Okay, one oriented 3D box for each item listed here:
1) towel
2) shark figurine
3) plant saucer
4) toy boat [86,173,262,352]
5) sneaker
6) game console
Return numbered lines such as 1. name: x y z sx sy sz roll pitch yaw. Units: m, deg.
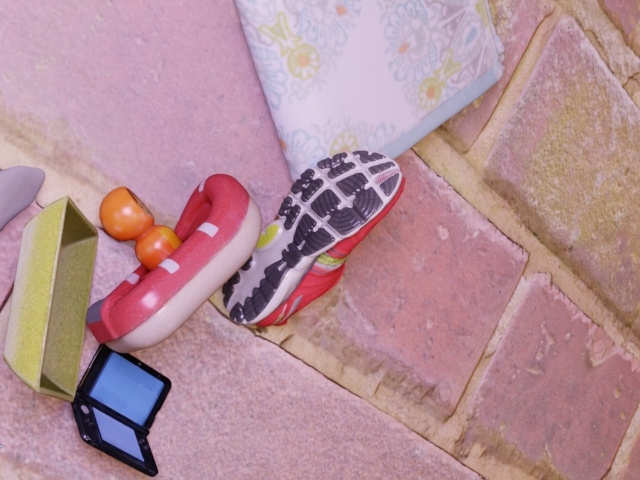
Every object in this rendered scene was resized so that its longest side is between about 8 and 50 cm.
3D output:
1. towel: 0.067 -0.269 1.442 0.374 0.090 0.320 -37 122 -30
2. shark figurine: -0.353 0.057 1.125 0.166 0.116 0.278 10 93 -43
3. plant saucer: -0.272 0.062 1.169 0.045 0.188 0.188 6 79 0
4. toy boat: -0.177 0.003 1.265 0.151 0.151 0.231 50 61 -11
5. sneaker: 0.000 0.000 1.403 0.279 0.107 0.118 -43 148 19
6. game console: -0.216 0.192 1.319 0.071 0.107 0.122 -42 132 9
